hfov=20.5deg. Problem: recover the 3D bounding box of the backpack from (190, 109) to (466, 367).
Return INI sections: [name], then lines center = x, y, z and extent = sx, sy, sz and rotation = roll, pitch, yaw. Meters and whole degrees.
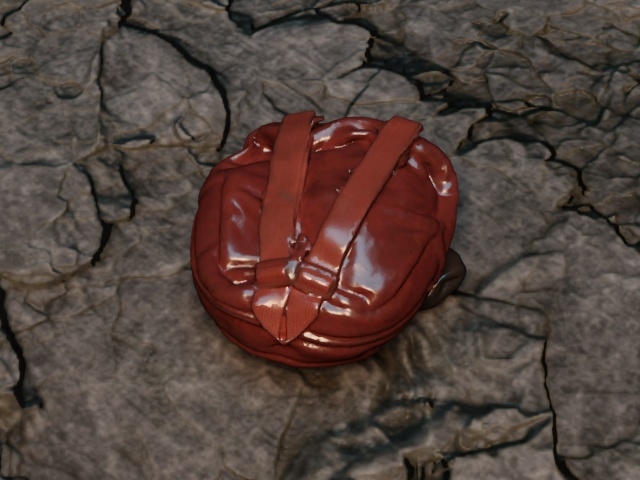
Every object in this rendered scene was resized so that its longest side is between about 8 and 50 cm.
[backpack]
center = 0.000, 0.002, 1.391
extent = 0.229, 0.139, 0.229
rotation = 0, 50, 0
